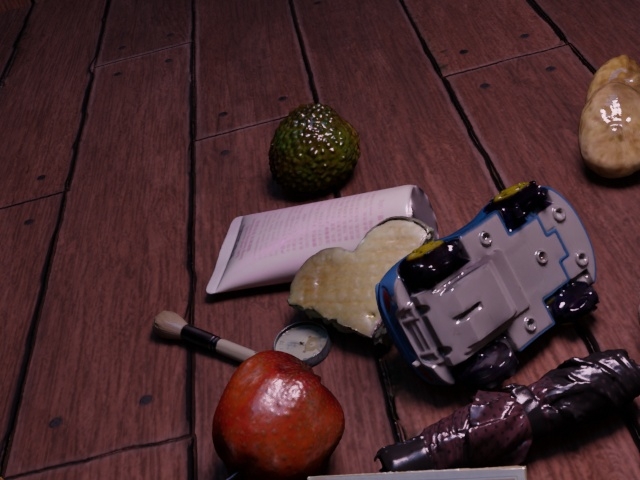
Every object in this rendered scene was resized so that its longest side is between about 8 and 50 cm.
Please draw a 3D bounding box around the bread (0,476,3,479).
[{"bbox_3d":[-0.460,0.329,1.100,0.233,0.076,0.105,11,46,30],"label":"bread"}]

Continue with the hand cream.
[{"bbox_3d":[0.000,0.000,1.348,0.358,0.118,0.186,-9,41,21],"label":"hand cream"}]

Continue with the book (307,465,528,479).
[{"bbox_3d":[0.100,0.324,0.898,0.241,0.018,0.170,-5,58,13],"label":"book"}]

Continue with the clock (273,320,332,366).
[{"bbox_3d":[-0.026,0.148,1.222,0.085,0.017,0.085,-10,37,8],"label":"clock"}]

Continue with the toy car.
[{"bbox_3d":[0.219,0.056,1.133,0.314,0.198,0.166,-33,8,-25],"label":"toy car"}]

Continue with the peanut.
[{"bbox_3d":[0.484,-0.204,1.396,0.122,0.137,0.253,3,38,21],"label":"peanut"}]

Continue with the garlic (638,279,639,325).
[{"bbox_3d":[0.480,0.029,1.029,0.218,0.212,0.219,-10,30,6],"label":"garlic"}]

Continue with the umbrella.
[{"bbox_3d":[0.218,0.207,0.993,0.326,0.094,0.090,-20,22,-6],"label":"umbrella"}]

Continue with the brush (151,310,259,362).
[{"bbox_3d":[-0.135,0.159,1.241,0.299,0.039,0.042,18,51,33],"label":"brush"}]

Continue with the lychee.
[{"bbox_3d":[-0.015,-0.156,1.514,0.171,0.171,0.171,-10,36,8],"label":"lychee"}]

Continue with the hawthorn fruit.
[{"bbox_3d":[-0.065,0.231,1.016,0.157,0.157,0.194,19,52,38],"label":"hawthorn fruit"}]

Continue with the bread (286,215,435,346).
[{"bbox_3d":[0.071,0.068,1.211,0.232,0.064,0.173,-28,58,15],"label":"bread"}]
